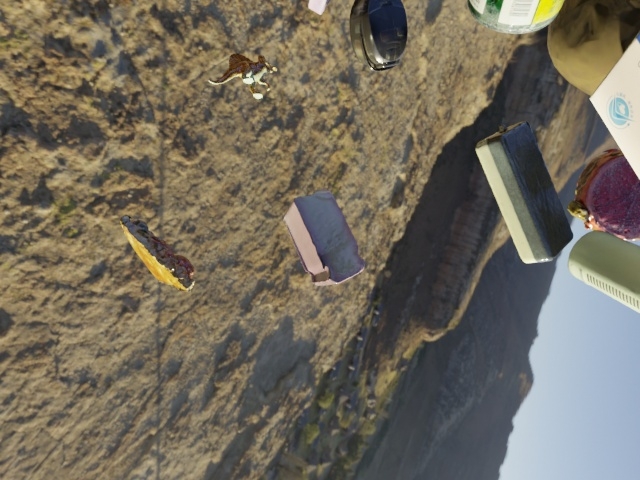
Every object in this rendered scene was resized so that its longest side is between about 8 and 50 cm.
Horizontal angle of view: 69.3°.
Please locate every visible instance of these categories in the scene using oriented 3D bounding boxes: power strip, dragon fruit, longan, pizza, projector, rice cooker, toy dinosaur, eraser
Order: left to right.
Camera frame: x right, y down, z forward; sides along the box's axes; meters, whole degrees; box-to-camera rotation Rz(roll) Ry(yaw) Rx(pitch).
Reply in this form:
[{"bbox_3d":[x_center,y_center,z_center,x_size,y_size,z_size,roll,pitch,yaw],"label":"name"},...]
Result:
[{"bbox_3d":[-0.309,0.042,0.935,0.053,0.193,0.201,-45,159,-26],"label":"pizza"},{"bbox_3d":[-0.194,-0.442,1.184,0.212,0.142,0.057,4,149,-43],"label":"toy dinosaur"},{"bbox_3d":[0.000,0.000,1.423,0.122,0.272,0.359,-23,177,-12],"label":"eraser"},{"bbox_3d":[0.126,-0.462,1.020,0.112,0.106,0.165,-20,123,-25],"label":"rice cooker"},{"bbox_3d":[0.377,-0.093,0.858,0.105,0.070,0.257,-29,99,-35],"label":"power strip"},{"bbox_3d":[0.683,-0.108,1.020,0.147,0.282,0.211,-60,132,-72],"label":"dragon fruit"},{"bbox_3d":[0.762,-0.496,1.095,0.404,0.404,0.336,-35,130,-56],"label":"longan"},{"bbox_3d":[0.574,0.087,0.765,0.337,0.108,0.108,-129,-135,-63],"label":"projector"}]

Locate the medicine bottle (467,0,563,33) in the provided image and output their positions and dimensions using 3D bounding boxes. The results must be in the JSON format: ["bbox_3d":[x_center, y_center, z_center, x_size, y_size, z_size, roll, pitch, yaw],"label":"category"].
[{"bbox_3d":[0.288,-0.434,0.599,0.141,0.141,0.293,-61,162,-24],"label":"medicine bottle"}]

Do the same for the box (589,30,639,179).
[{"bbox_3d":[0.485,-0.112,0.567,0.200,0.065,0.343,78,-6,-70],"label":"box"}]

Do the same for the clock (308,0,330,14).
[{"bbox_3d":[0.016,-0.581,0.975,0.198,0.064,0.172,-59,-173,39],"label":"clock"}]
